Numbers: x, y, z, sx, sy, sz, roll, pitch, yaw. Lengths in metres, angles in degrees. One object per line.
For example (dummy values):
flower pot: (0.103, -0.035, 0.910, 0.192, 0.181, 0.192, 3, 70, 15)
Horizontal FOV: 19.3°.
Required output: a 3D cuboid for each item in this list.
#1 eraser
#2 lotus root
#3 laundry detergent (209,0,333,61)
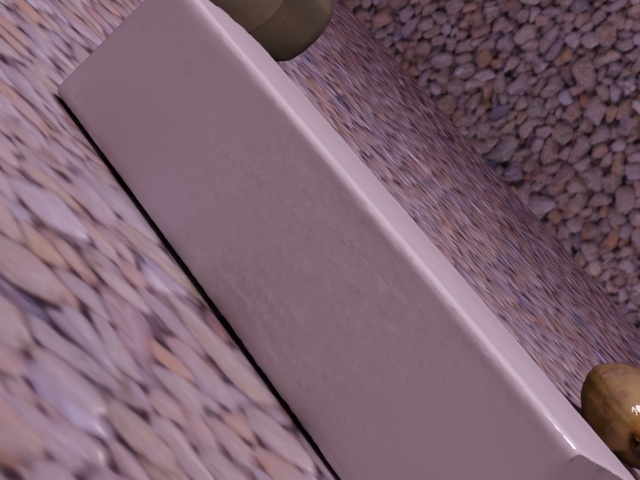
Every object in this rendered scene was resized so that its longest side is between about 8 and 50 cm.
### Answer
eraser: (0.004, 0.016, 0.774, 0.298, 0.078, 0.076, 51, 10, 34)
lotus root: (0.232, 0.130, 1.408, 0.073, 0.062, 0.150, 43, 7, -17)
laundry detergent: (-0.082, -0.218, 1.429, 0.181, 0.091, 0.253, 46, 8, 8)
